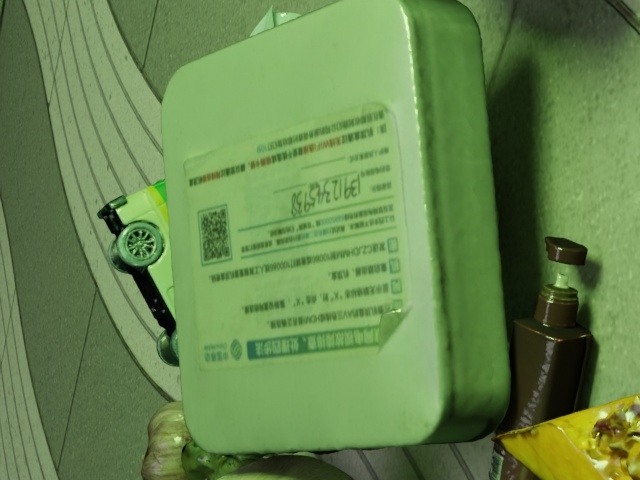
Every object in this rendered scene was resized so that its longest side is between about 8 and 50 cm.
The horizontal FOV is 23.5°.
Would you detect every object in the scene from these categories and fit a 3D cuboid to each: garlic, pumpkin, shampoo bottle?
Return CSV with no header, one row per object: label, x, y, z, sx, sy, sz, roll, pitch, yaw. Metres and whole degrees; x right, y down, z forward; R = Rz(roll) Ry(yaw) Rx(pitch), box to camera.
garlic,-0.183,0.284,2.003,0.159,0.102,0.147,74,-162,-51
pumpkin,0.260,0.183,1.107,0.278,0.111,0.163,-29,77,60
shampoo bottle,0.188,0.116,1.293,0.068,0.067,0.236,26,111,53

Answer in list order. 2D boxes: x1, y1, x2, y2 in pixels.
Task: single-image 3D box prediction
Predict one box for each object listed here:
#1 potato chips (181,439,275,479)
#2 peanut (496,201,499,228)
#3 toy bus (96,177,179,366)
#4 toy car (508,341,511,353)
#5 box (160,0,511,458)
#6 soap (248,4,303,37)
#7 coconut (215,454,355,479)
potato chips,-0.071,0.411,1.791,0.389,0.097,0.373,-179,86,-64
peanut,0.091,-0.052,1.477,0.263,0.101,0.117,-121,27,-51
toy bus,-0.133,0.052,1.798,0.276,0.165,0.133,61,165,-3
toy car,0.159,0.136,1.387,0.122,0.035,0.059,118,146,-58
box,0.000,0.000,1.411,0.396,0.111,0.396,-11,81,52
soap,-0.007,-0.126,1.645,0.091,0.145,0.230,131,138,-54
coconut,-0.030,0.328,1.488,0.237,0.266,0.237,-10,63,19
